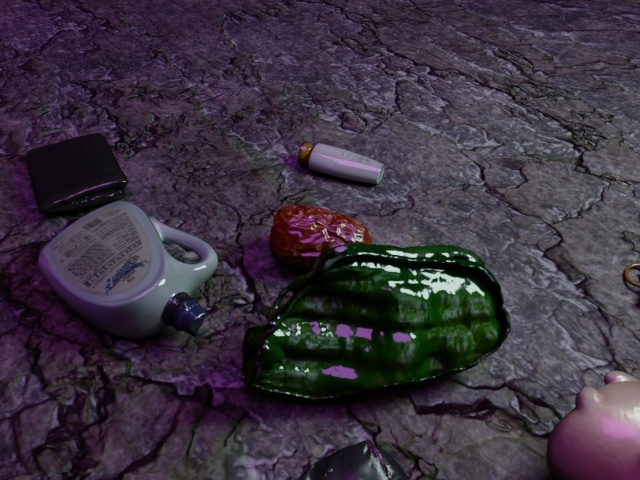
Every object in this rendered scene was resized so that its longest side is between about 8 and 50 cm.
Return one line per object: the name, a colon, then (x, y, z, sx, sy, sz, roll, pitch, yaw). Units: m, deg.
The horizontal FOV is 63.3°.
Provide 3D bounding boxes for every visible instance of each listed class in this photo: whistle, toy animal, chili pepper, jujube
whistle: (0.567, 0.074, 0.900, 0.046, 0.057, 0.109, 52, 38, -15)
toy animal: (0.376, 0.275, 0.580, 0.210, 0.229, 0.221, -5, 0, -34)
chili pepper: (0.071, 0.104, 0.744, 0.385, 0.213, 0.167, -7, 3, -15)
jujube: (0.000, 0.000, 0.896, 0.176, 0.109, 0.112, 11, 81, -3)

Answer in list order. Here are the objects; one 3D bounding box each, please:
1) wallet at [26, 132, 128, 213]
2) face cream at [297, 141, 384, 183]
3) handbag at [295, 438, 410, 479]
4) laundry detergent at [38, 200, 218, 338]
wallet: (-0.495, -0.141, 1.051, 0.168, 0.052, 0.245, -20, 45, -21)
face cream: (0.042, -0.163, 1.093, 0.182, 0.051, 0.072, 18, 48, 13)
handbag: (0.048, 0.334, 0.512, 0.155, 0.169, 0.215, -19, 51, -24)
laundry detergent: (-0.278, 0.053, 0.822, 0.280, 0.105, 0.215, 24, 47, 22)
